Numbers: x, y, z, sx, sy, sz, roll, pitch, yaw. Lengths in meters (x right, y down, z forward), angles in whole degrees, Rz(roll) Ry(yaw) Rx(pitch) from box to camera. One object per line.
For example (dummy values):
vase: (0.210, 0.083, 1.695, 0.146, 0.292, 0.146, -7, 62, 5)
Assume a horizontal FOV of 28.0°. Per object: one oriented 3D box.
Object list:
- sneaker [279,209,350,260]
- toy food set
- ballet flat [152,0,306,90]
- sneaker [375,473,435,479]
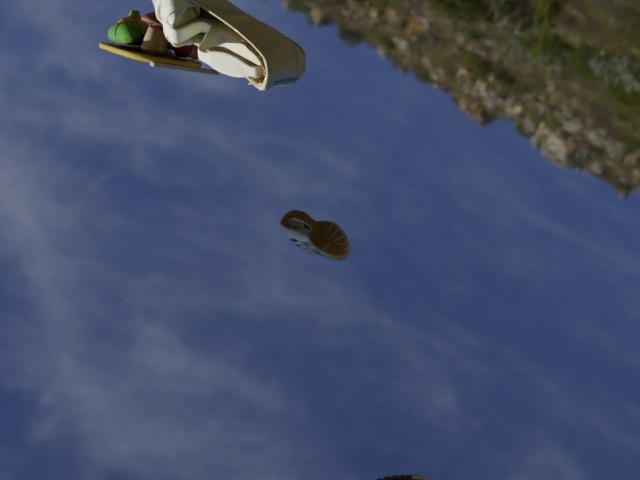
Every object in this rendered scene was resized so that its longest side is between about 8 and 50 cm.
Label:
sneaker: (0.000, 0.000, 1.182, 0.032, 0.037, 0.083, -44, -132, -16)
toy food set: (-0.230, -0.291, 1.838, 0.128, 0.071, 0.218, 3, -167, -35)
ballet flat: (-0.129, -0.245, 1.481, 0.248, 0.086, 0.086, 33, -139, 23)
sneaker: (0.057, 0.265, 1.163, 0.081, 0.080, 0.211, 0, -174, 41)
